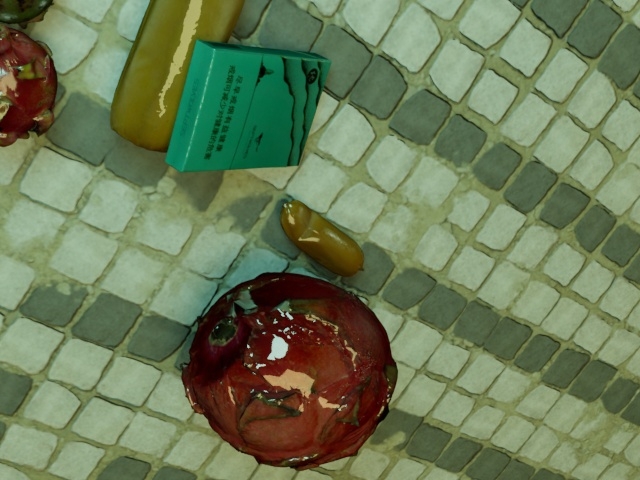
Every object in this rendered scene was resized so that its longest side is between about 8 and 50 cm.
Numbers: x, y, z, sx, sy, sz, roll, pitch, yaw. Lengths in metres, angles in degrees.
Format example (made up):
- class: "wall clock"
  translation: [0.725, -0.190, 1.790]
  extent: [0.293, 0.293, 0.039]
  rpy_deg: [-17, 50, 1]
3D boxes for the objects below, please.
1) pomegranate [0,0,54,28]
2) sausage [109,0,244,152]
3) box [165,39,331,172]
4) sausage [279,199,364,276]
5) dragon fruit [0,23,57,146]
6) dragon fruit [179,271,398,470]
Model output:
- class: "pomegranate"
  translation: [-0.344, -0.301, 0.945]
  extent: [0.130, 0.130, 0.130]
  rpy_deg: [-9, 119, -16]
- class: "sausage"
  translation: [-0.161, -0.267, 1.040]
  extent: [0.112, 0.112, 0.328]
  rpy_deg: [18, 109, -27]
- class: "box"
  translation: [-0.089, -0.170, 1.094]
  extent: [0.226, 0.042, 0.161]
  rpy_deg: [-10, 126, -51]
- class: "sausage"
  translation: [0.000, 0.000, 1.271]
  extent: [0.183, 0.054, 0.062]
  rpy_deg: [35, 69, -29]
- class: "dragon fruit"
  translation: [-0.368, -0.189, 0.986]
  extent: [0.133, 0.136, 0.166]
  rpy_deg: [-37, 163, -32]
- class: "dragon fruit"
  translation: [-0.045, 0.190, 1.223]
  extent: [0.295, 0.295, 0.302]
  rpy_deg: [-50, 134, 10]
